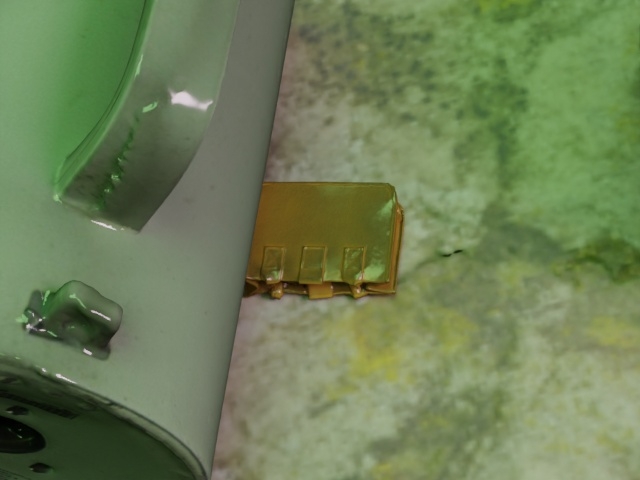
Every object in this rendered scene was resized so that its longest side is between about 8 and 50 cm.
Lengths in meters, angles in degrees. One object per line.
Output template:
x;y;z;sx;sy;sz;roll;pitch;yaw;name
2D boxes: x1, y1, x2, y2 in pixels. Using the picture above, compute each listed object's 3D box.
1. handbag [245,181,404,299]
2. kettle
0.000;0.000;0.876;0.083;0.027;0.061;1;61;13;handbag
-0.124;-0.055;0.805;0.205;0.265;0.318;8;61;9;kettle
